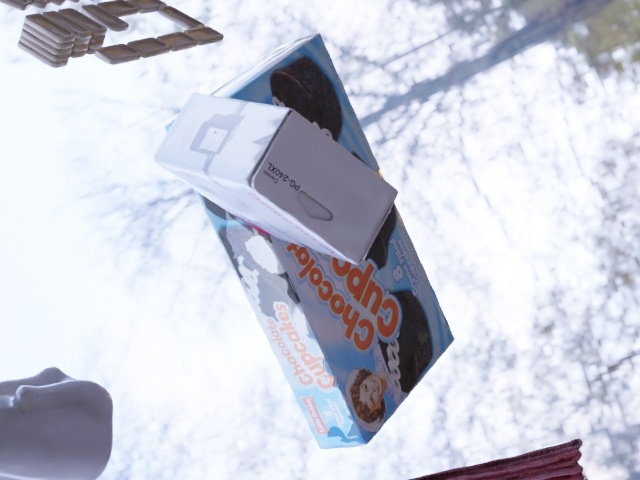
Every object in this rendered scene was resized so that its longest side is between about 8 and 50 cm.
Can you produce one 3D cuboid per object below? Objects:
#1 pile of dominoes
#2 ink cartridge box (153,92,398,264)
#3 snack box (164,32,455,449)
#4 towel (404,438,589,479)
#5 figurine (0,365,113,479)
[{"bbox_3d":[-0.259,-0.251,1.761,0.196,0.040,0.251,31,-154,19],"label":"pile of dominoes"},{"bbox_3d":[-0.032,-0.046,1.055,0.109,0.150,0.063,35,-100,-31],"label":"ink cartridge box"},{"bbox_3d":[0.000,0.000,1.329,0.187,0.060,0.322,-43,-66,-48],"label":"snack box"},{"bbox_3d":[0.071,0.210,1.132,0.329,0.237,0.037,76,-178,-76],"label":"towel"},{"bbox_3d":[-0.258,0.181,0.984,0.209,0.215,0.092,-4,-146,-45],"label":"figurine"}]
